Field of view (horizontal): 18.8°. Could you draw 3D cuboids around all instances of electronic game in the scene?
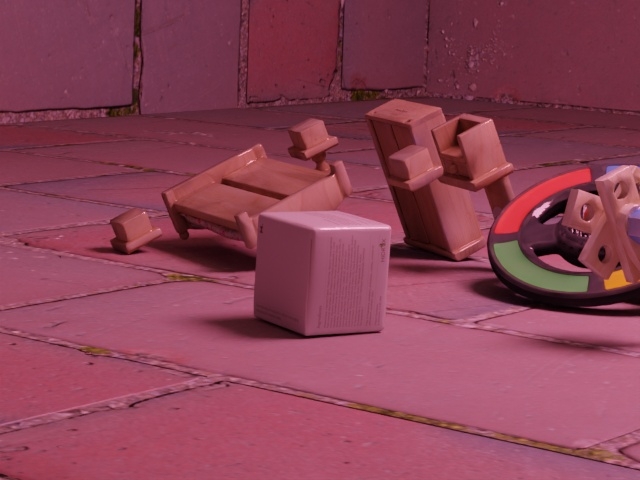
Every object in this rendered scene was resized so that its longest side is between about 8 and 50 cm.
[{"bbox_3d":[0.283,-0.008,1.964,0.229,0.048,0.229,-11,35,8],"label":"electronic game"}]

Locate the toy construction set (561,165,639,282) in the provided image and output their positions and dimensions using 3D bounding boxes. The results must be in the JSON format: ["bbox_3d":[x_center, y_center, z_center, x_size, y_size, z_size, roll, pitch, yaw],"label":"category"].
[{"bbox_3d":[0.356,0.044,1.655,0.215,0.151,0.328,-3,21,-30],"label":"toy construction set"}]

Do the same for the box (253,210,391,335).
[{"bbox_3d":[0.001,0.028,1.763,0.087,0.102,0.101,-1,10,-31],"label":"box"}]

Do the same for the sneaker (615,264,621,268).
[{"bbox_3d":[0.325,0.022,2.012,0.066,0.071,0.188,-23,35,-10],"label":"sneaker"}]

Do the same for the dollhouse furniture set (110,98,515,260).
[{"bbox_3d":[0.000,0.000,2.122,0.355,0.173,0.303,-28,21,-22],"label":"dollhouse furniture set"}]
